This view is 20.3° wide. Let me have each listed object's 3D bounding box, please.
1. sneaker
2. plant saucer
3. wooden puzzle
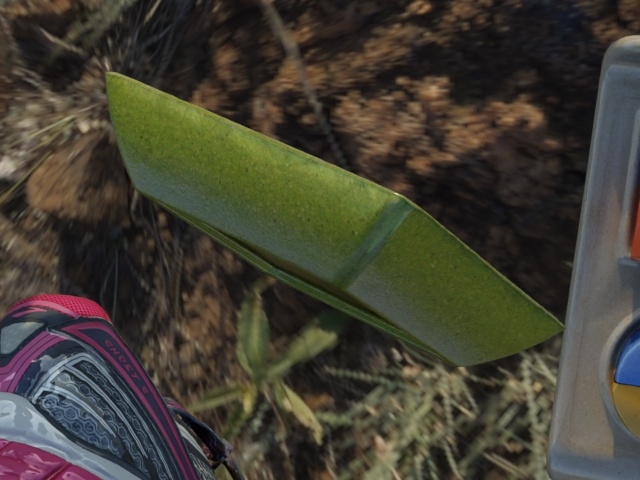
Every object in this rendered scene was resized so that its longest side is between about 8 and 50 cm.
[{"bbox_3d":[-0.059,0.142,0.756,0.121,0.112,0.299,-6,140,17],"label":"sneaker"},{"bbox_3d":[0.000,0.000,0.858,0.188,0.188,0.045,25,84,35],"label":"plant saucer"},{"bbox_3d":[0.334,0.047,1.241,0.322,0.080,0.347,8,105,10],"label":"wooden puzzle"}]
